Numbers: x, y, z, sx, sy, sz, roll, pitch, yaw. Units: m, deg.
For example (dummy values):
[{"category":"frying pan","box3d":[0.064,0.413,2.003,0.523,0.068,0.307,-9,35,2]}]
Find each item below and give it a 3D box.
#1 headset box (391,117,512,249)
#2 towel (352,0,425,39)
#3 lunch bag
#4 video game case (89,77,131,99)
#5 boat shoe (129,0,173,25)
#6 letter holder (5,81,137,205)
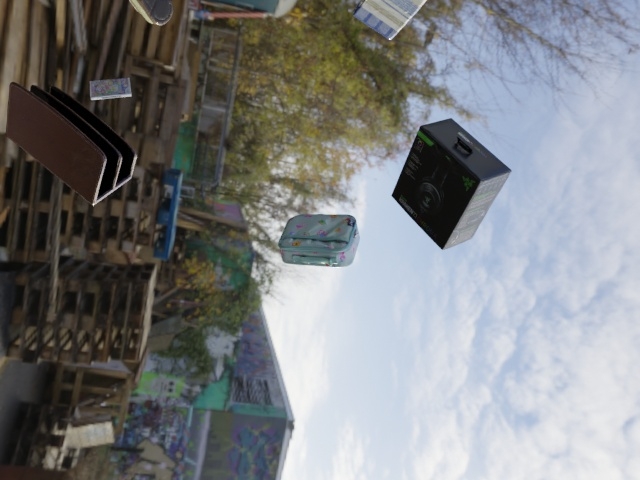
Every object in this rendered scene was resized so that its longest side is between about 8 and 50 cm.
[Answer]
[{"category":"headset box","box3d":[0.358,-0.165,1.526,0.246,0.131,0.283,52,-36,28]},{"category":"towel","box3d":[0.278,-0.939,2.153,0.285,0.209,0.034,-38,-150,53]},{"category":"lunch bag","box3d":[0.000,0.000,1.938,0.224,0.278,0.108,-67,153,-53]},{"category":"video game case","box3d":[-0.665,-0.481,1.731,0.011,0.121,0.087,98,-22,-51]},{"category":"boat shoe","box3d":[-0.301,-0.422,0.839,0.068,0.072,0.190,-48,145,-24]},{"category":"letter holder","box3d":[-0.645,-0.283,1.434,0.152,0.301,0.214,-52,-179,-43]}]
